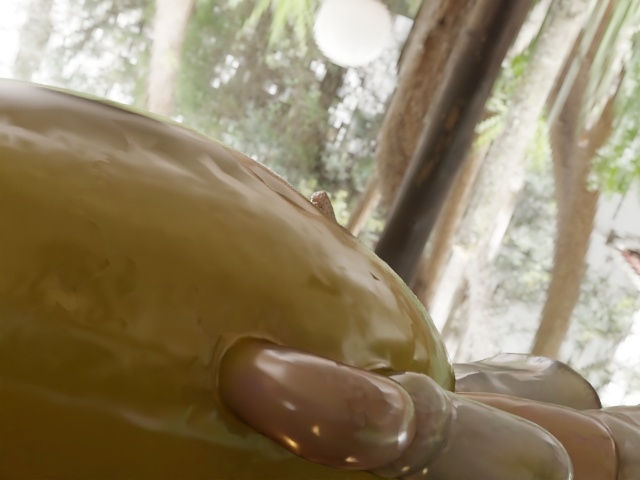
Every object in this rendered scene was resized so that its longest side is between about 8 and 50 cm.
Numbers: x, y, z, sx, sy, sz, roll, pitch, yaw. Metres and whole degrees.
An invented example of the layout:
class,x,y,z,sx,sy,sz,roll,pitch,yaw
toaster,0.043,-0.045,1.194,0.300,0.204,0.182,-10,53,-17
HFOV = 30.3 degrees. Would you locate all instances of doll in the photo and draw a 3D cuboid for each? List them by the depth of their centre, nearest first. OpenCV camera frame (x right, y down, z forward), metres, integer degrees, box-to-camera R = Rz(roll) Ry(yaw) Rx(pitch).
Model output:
class,x,y,z,sx,sy,sz,roll,pitch,yaw
doll,-0.037,0.054,0.462,0.423,0.161,0.348,13,170,-2

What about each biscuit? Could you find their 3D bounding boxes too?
class,x,y,z,sx,sy,sz,roll,pitch,yaw
biscuit,0.000,0.000,0.983,0.015,0.078,0.091,-8,-136,14
